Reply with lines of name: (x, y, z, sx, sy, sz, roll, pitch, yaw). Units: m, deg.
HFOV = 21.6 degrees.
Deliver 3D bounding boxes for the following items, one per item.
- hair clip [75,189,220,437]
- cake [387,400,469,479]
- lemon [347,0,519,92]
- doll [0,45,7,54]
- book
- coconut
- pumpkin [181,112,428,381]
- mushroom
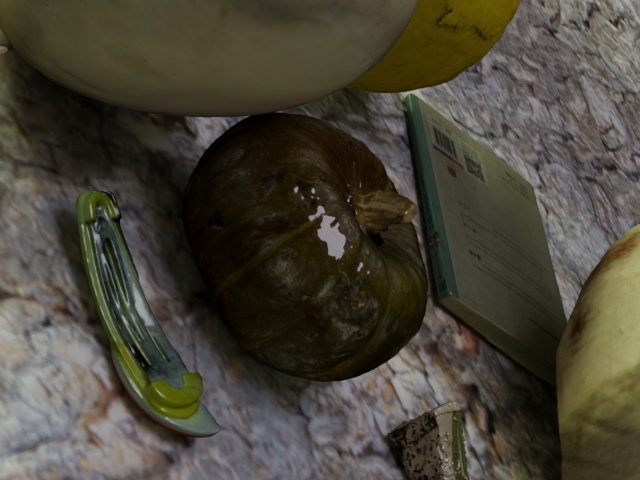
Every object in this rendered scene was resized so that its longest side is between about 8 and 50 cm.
hair clip: (-0.128, 0.052, 1.140, 0.060, 0.033, 0.188, -6, 68, -57)
cake: (0.097, 0.202, 1.352, 0.051, 0.055, 0.140, -6, 83, -61)
lemon: (0.059, -0.262, 1.546, 0.284, 0.260, 0.260, 35, 34, -33)
doll: (-0.265, -0.134, 1.090, 0.127, 0.073, 0.084, 25, 74, -39)
book: (0.171, -0.001, 1.685, 0.215, 0.025, 0.283, 35, 34, -34)
coconut: (0.392, 0.129, 1.554, 0.415, 0.415, 0.344, 16, 56, -51)
pumpkin: (0.000, 0.000, 1.267, 0.219, 0.162, 0.219, 43, 31, -34)
mushroom: (-0.108, -0.212, 1.198, 0.356, 0.315, 0.315, 36, 15, 32)
